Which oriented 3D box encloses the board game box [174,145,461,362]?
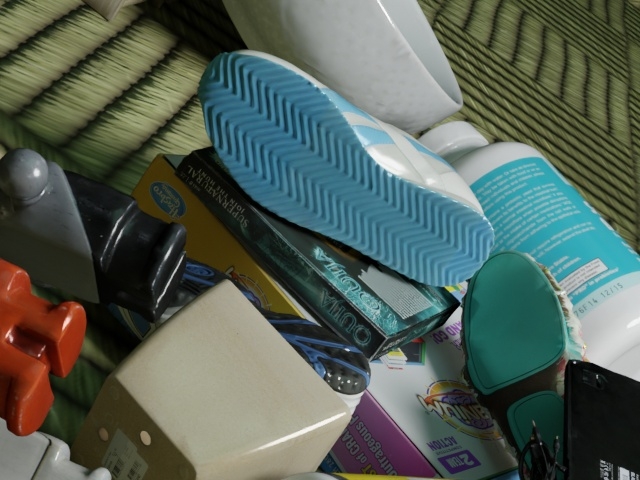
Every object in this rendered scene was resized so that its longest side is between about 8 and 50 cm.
[{"bbox_3d":[0.000,0.000,0.963,0.186,0.026,0.126,44,25,15],"label":"board game box"}]

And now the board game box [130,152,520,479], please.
[{"bbox_3d":[0.036,0.064,1.008,0.316,0.064,0.242,48,27,25],"label":"board game box"}]

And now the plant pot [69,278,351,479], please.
[{"bbox_3d":[-0.069,0.105,0.759,0.109,0.109,0.096,45,38,19],"label":"plant pot"}]

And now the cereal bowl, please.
[{"bbox_3d":[-0.005,-0.236,1.336,0.339,0.141,0.339,57,13,-20],"label":"cereal bowl"}]

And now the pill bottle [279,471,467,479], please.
[{"bbox_3d":[0.051,0.181,0.770,0.184,0.103,0.103,12,34,-43],"label":"pill bottle"}]

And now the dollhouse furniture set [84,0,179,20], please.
[{"bbox_3d":[-0.194,-0.306,1.323,0.161,0.101,0.182,39,24,5],"label":"dollhouse furniture set"}]

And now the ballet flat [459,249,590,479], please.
[{"bbox_3d":[0.148,0.111,0.918,0.241,0.091,0.077,-102,166,-46],"label":"ballet flat"}]

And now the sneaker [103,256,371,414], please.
[{"bbox_3d":[-0.072,0.067,0.855,0.211,0.081,0.080,29,20,30],"label":"sneaker"}]

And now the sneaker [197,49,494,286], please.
[{"bbox_3d":[0.012,-0.053,0.951,0.229,0.087,0.092,35,16,-22],"label":"sneaker"}]

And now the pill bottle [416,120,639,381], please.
[{"bbox_3d":[0.170,0.018,1.171,0.146,0.146,0.264,4,40,-50],"label":"pill bottle"}]

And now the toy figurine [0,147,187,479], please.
[{"bbox_3d":[-0.166,0.062,0.576,0.148,0.213,0.209,21,20,6],"label":"toy figurine"}]

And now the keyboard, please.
[{"bbox_3d":[0.153,0.147,0.796,0.100,0.038,0.192,24,39,-9],"label":"keyboard"}]
